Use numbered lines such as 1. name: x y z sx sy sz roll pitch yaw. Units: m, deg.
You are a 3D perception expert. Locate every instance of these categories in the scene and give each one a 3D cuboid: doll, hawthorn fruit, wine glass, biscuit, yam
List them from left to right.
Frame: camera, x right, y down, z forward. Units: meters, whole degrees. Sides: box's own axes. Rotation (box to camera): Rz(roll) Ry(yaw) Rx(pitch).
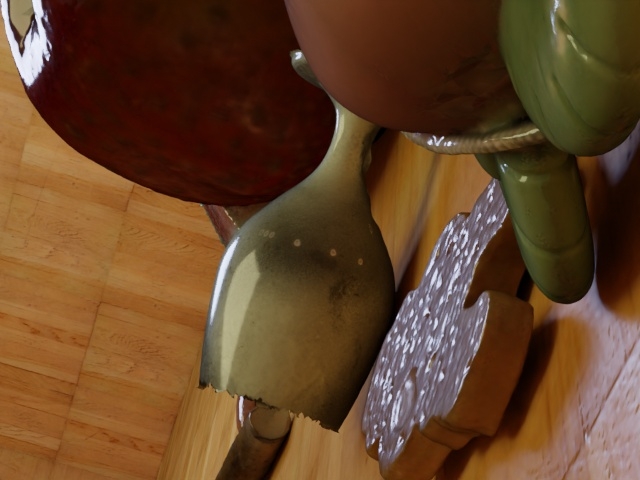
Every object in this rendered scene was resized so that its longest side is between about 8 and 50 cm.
1. hawthorn fruit: -0.116 -0.221 1.385 0.403 0.403 0.402 -163 90 -84
2. yam: -0.080 0.237 1.513 0.264 0.046 0.046 116 169 -51
3. wine glass: 0.000 0.000 1.042 0.126 0.126 0.241 153 136 -82
4. biscuit: 0.063 0.047 0.745 0.236 0.040 0.144 116 176 -67
5. doll: 0.081 -0.130 0.533 0.284 0.216 0.268 74 -175 -72

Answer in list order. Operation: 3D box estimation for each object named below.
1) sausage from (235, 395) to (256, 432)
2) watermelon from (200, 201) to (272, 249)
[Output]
1. sausage: -0.066 0.149 1.657 0.176 0.040 0.047 -83 12 -53
2. watermelon: -0.087 -0.082 1.646 0.310 0.193 0.231 -68 -27 -79
